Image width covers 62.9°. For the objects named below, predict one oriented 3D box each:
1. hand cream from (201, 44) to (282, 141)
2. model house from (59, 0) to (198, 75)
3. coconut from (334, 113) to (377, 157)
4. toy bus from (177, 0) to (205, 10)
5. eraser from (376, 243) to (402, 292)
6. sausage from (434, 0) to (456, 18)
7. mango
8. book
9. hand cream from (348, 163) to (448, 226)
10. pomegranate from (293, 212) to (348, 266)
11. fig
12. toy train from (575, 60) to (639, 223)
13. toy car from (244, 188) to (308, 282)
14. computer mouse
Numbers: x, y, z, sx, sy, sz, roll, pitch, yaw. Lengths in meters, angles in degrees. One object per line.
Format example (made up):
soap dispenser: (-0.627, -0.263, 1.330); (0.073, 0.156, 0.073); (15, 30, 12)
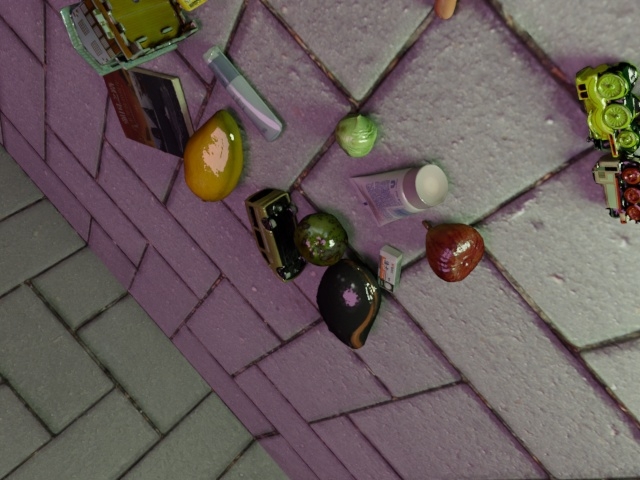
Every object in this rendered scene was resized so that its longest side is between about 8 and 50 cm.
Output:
hand cream: (-0.184, -0.346, 1.248); (0.255, 0.048, 0.079); (50, 150, -5)
model house: (-0.442, -0.519, 1.222); (0.215, 0.224, 0.199); (-4, 122, 44)
coconut: (0.071, -0.216, 1.062); (0.087, 0.088, 0.096); (33, 147, 21)
toy bus: (-0.263, -0.552, 0.946); (0.144, 0.152, 0.330); (52, -178, -3)
eraser: (0.166, 0.069, 1.264); (0.052, 0.029, 0.122); (28, 140, 27)
sausage: (0.197, -0.388, 0.811); (0.034, 0.034, 0.083); (29, 141, 26)
mango: (-0.290, -0.220, 1.424); (0.176, 0.119, 0.317); (45, 136, 10)
book: (-0.516, -0.390, 1.578); (0.373, 0.028, 0.263); (22, 138, 33)
hand cream: (0.158, -0.092, 1.099); (0.133, 0.083, 0.247); (60, 154, -13)
pomegranate: (-0.006, 0.007, 1.309); (0.138, 0.126, 0.163); (40, 145, 1)
fig: (0.252, 0.004, 1.049); (0.153, 0.119, 0.119); (49, 146, 19)
toy train: (0.439, -0.136, 0.770); (0.085, 0.053, 0.250); (7, 128, 54)
toy car: (-0.121, -0.013, 1.437); (0.124, 0.101, 0.257); (19, 133, 41)
computer mouse: (0.062, 0.176, 1.382); (0.183, 0.116, 0.323); (48, 151, 26)
